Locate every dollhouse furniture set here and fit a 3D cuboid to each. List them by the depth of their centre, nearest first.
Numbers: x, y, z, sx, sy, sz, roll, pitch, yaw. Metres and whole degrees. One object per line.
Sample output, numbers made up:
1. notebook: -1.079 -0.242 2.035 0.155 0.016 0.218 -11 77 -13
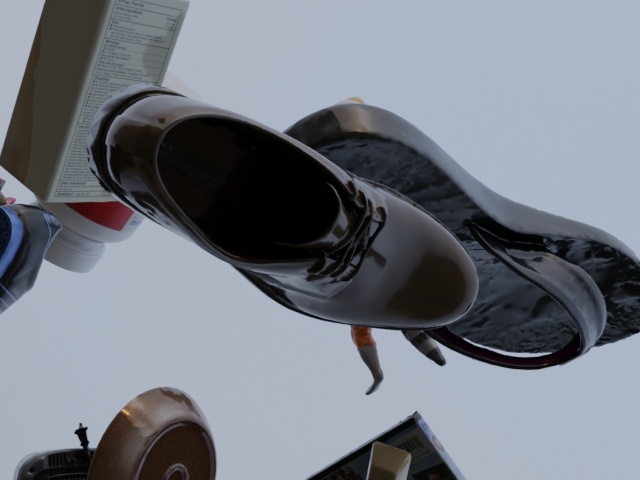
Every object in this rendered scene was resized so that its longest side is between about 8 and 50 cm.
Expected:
1. dollhouse furniture set: 0.077 0.214 0.731 0.091 0.081 0.114 16 -64 17

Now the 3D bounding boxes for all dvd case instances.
1. dvd case: 0.115 0.341 0.992 0.180 0.022 0.253 -37 -94 27

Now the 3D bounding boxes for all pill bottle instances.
1. pill bottle: -0.408 -0.145 1.684 0.229 0.229 0.407 42 -76 18

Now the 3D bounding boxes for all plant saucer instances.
1. plant saucer: -0.169 0.259 0.935 0.036 0.199 0.198 4 -81 30

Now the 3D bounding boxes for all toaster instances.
1. toaster: -0.312 0.336 1.052 0.146 0.129 0.226 158 -70 -63

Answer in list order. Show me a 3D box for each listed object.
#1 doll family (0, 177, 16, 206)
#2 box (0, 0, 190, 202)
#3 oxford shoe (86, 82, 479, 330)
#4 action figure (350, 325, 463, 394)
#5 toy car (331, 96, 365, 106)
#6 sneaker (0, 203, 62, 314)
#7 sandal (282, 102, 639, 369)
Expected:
1. doll family: -0.578 -0.069 1.245 0.263 0.118 0.163 -17 -63 31
2. box: -0.311 -0.215 1.189 0.121 0.148 0.311 34 -70 29
3. oxford shoe: 0.000 0.000 0.426 0.096 0.227 0.082 23 -89 61
4. action figure: 0.138 0.041 1.442 0.341 0.178 0.330 -25 -90 -11
5. toy car: 0.038 -0.124 1.340 0.136 0.159 0.181 -16 -99 20
6. sneaker: -0.353 0.058 0.900 0.081 0.090 0.232 46 -73 17
7. sandal: 0.133 0.039 0.733 0.167 0.446 0.107 -39 -137 34
